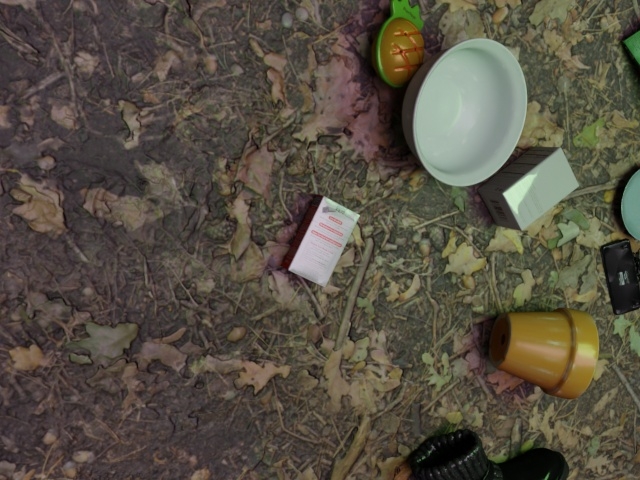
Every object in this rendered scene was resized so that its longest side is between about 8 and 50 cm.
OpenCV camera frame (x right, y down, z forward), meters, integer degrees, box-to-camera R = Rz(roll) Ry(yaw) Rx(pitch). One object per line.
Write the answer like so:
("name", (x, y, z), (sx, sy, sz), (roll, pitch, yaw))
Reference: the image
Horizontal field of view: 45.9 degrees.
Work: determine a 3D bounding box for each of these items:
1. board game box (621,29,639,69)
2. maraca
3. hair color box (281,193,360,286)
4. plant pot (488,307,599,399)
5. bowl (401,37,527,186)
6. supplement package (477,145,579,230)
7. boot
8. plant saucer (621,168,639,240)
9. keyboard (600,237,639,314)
("board game box", (0.833, -0.395, 1.756), (0.136, 0.030, 0.259), (-33, 88, 16))
("maraca", (0.161, -0.401, 1.528), (0.127, 0.099, 0.185), (23, 79, -47))
("hair color box", (0.000, 0.000, 1.551), (0.093, 0.053, 0.167), (27, 89, -22))
("plant pot", (0.495, 0.243, 1.719), (0.188, 0.205, 0.205), (12, 94, -8))
("bowl", (0.273, -0.269, 1.559), (0.298, 0.134, 0.297), (-10, 111, -29))
("supplement package", (0.463, -0.119, 1.687), (0.179, 0.105, 0.105), (-36, 108, -12))
("boot", (0.398, 0.525, 1.748), (0.348, 0.131, 0.260), (-31, 108, -14))
("plant saucer", (0.807, -0.094, 1.864), (0.195, 0.037, 0.194), (-4, 100, -22))
("keyboard", (0.758, 0.086, 1.883), (0.100, 0.038, 0.192), (-15, 106, 5))
